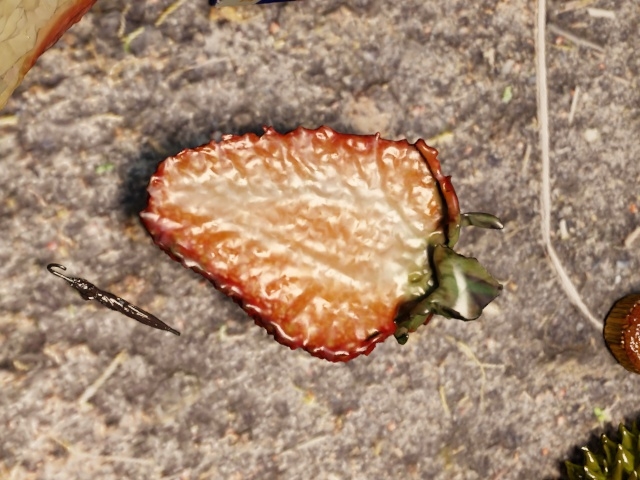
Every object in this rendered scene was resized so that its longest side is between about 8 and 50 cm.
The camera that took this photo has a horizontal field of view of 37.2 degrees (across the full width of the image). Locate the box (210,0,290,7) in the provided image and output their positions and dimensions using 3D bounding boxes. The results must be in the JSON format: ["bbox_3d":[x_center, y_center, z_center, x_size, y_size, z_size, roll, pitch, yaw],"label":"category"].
[{"bbox_3d":[0.075,-0.259,0.735,0.299,0.200,0.106,-12,96,-22],"label":"box"}]

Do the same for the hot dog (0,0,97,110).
[{"bbox_3d":[-0.274,-0.278,0.585,0.365,0.196,0.367,37,73,1],"label":"hot dog"}]

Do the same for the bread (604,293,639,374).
[{"bbox_3d":[0.321,0.090,0.917,0.085,0.053,0.085,0,91,-22],"label":"bread"}]

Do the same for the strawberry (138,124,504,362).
[{"bbox_3d":[0.000,0.000,0.766,0.286,0.106,0.188,16,80,-9],"label":"strawberry"}]

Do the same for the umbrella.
[{"bbox_3d":[-0.162,0.048,0.743,0.122,0.022,0.013,34,52,-29],"label":"umbrella"}]

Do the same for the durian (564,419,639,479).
[{"bbox_3d":[0.308,0.269,0.865,0.355,0.157,0.170,-24,116,-20],"label":"durian"}]
